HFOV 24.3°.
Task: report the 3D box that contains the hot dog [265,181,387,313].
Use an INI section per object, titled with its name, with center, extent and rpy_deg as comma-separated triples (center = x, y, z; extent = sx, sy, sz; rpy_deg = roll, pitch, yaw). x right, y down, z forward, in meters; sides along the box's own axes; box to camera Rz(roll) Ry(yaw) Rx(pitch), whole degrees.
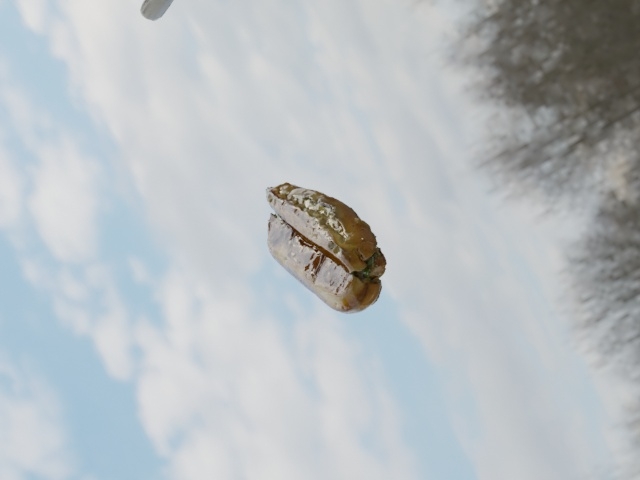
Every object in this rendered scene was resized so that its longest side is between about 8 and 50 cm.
[hot dog]
center = 0.000, 0.000, 1.729
extent = 0.269, 0.072, 0.115
rpy_deg = -138, 40, -58

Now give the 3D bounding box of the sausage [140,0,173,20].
[sausage]
center = -0.140, -0.236, 1.376
extent = 0.024, 0.024, 0.132
rpy_deg = 61, 153, 2
